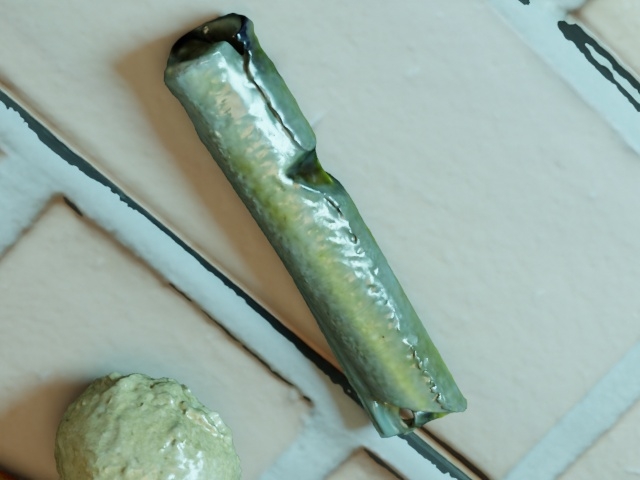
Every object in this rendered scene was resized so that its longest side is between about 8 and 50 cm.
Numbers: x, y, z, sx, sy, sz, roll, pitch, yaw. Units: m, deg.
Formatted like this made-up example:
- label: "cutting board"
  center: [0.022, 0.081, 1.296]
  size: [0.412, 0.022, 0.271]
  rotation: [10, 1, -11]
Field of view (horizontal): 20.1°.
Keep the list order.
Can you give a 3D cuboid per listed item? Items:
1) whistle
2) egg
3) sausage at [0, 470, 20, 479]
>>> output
- label: "whistle"
  center: [0.000, 0.000, 1.201]
  size: [0.068, 0.057, 0.326]
  rotation: [-24, 114, 13]
- label: "egg"
  center: [-0.114, 0.153, 1.216]
  size: [0.140, 0.118, 0.116]
  rotation: [49, 54, -14]
- label: "sausage"
  center: [-0.267, 0.159, 1.218]
  size: [0.348, 0.053, 0.053]
  rotation: [30, 104, -19]
